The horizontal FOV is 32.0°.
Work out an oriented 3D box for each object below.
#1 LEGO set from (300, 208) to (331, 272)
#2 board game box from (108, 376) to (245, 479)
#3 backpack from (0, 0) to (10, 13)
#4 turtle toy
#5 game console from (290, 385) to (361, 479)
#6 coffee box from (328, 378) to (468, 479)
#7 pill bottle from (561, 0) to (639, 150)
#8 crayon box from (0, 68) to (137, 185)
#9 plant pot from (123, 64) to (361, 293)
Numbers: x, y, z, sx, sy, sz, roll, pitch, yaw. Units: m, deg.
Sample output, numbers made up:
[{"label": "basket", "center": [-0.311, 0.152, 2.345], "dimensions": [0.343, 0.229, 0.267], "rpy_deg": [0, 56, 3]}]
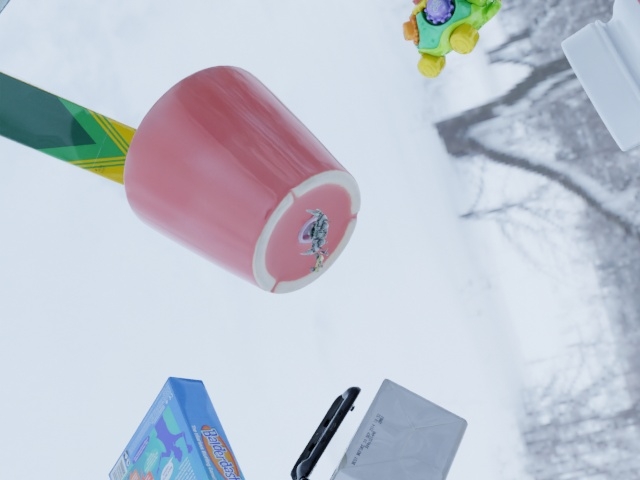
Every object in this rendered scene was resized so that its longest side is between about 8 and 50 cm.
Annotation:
[{"label": "LEGO set", "center": [0.001, -0.001, 1.140], "dimensions": [0.083, 0.023, 0.054], "rpy_deg": [59, 49, -62]}, {"label": "board game box", "center": [-0.142, 0.272, 1.154], "dimensions": [0.047, 0.160, 0.210], "rpy_deg": [12, 34, -37]}, {"label": "backpack", "center": [-0.525, -0.399, 1.600], "dimensions": [0.144, 0.166, 0.188], "rpy_deg": [44, 7, 29]}, {"label": "turtle toy", "center": [0.124, -0.216, 1.032], "dimensions": [0.066, 0.130, 0.095], "rpy_deg": [40, 53, -13]}, {"label": "game console", "center": [-0.022, 0.398, 1.919], "dimensions": [0.044, 0.213, 0.361], "rpy_deg": [36, 60, -3]}, {"label": "coffee box", "center": [0.052, 0.336, 1.344], "dimensions": [0.168, 0.119, 0.297], "rpy_deg": [-55, 170, -51]}, {"label": "pill bottle", "center": [0.403, -0.219, 1.139], "dimensions": [0.161, 0.283, 0.161], "rpy_deg": [51, 20, -27]}, {"label": "crayon box", "center": [-0.461, -0.199, 1.947], "dimensions": [0.313, 0.106, 0.363], "rpy_deg": [24, 1, -21]}, {"label": "plant pot", "center": [-0.093, -0.069, 1.546], "dimensions": [0.243, 0.275, 0.275], "rpy_deg": [37, -7, 32]}]
